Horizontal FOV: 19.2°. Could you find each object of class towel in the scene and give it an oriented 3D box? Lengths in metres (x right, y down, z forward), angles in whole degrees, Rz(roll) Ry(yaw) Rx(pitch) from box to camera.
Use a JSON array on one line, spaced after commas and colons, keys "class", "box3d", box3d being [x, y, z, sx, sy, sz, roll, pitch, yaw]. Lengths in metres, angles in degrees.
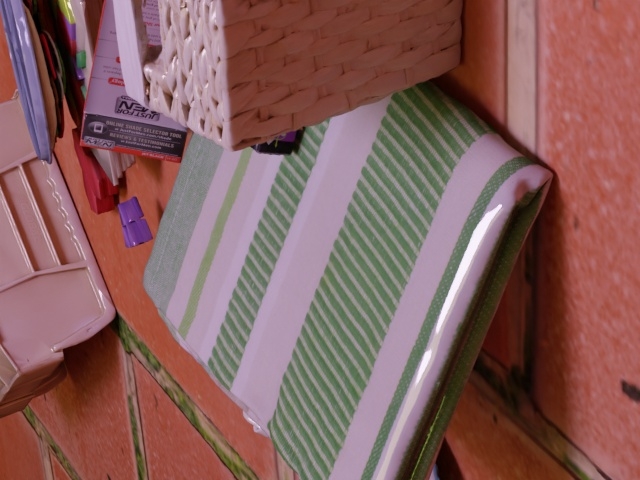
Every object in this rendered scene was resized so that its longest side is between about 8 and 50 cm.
[{"class": "towel", "box3d": [0.000, 0.000, 1.125, 0.325, 0.038, 0.248, 42, 117, 52]}]

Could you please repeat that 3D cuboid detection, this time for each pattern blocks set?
[{"class": "pattern blocks set", "box3d": [-0.192, -0.148, 1.529, 0.285, 0.026, 0.324, -145, 41, -66]}]

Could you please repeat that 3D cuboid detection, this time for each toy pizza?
[{"class": "toy pizza", "box3d": [-0.238, -0.163, 1.562, 0.201, 0.032, 0.201, 167, 90, -79]}]

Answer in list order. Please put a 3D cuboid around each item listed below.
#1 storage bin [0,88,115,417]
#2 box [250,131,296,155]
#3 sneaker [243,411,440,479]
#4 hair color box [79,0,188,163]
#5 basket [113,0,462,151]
[{"class": "storage bin", "box3d": [-0.321, 0.025, 1.885, 0.260, 0.123, 0.262, 67, 157, 9]}, {"class": "box", "box3d": [-0.037, -0.145, 1.147, 0.116, 0.029, 0.162, 35, 117, 55]}, {"class": "sneaker", "box3d": [0.003, 0.113, 1.242, 0.228, 0.092, 0.087, 59, 154, 29]}, {"class": "hair color box", "box3d": [-0.118, -0.126, 1.284, 0.043, 0.072, 0.141, 111, 168, -57]}, {"class": "basket", "box3d": [-0.014, -0.128, 1.005, 0.103, 0.167, 0.113, 39, 142, 45]}]
